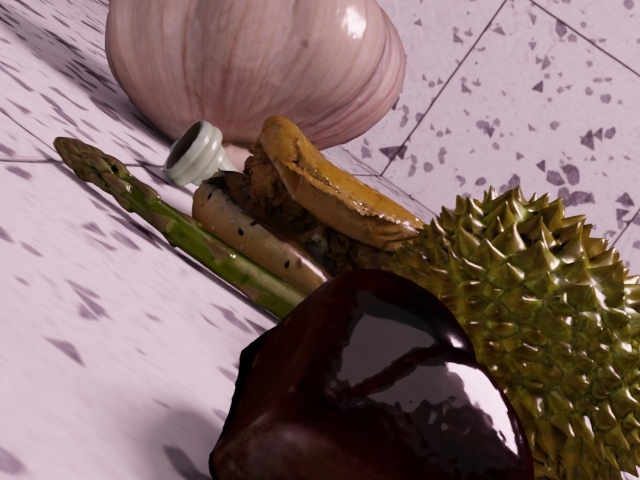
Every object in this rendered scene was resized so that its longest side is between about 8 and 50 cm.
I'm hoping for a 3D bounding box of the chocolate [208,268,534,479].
[{"bbox_3d":[0.020,0.066,0.525,0.125,0.080,0.148,8,44,-38],"label":"chocolate"}]

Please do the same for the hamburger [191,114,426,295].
[{"bbox_3d":[0.000,0.000,0.945,0.177,0.113,0.185,34,-3,43],"label":"hamburger"}]

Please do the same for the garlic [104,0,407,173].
[{"bbox_3d":[-0.067,-0.189,1.303,0.322,0.241,0.322,21,13,-5],"label":"garlic"}]

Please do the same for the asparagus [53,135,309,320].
[{"bbox_3d":[-0.081,-0.001,0.851,0.236,0.027,0.034,35,2,-1],"label":"asparagus"}]

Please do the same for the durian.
[{"bbox_3d":[0.123,0.068,0.793,0.237,0.177,0.200,49,16,-80],"label":"durian"}]

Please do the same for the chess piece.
[{"bbox_3d":[-0.061,-0.035,1.088,0.149,0.059,0.059,39,6,-19],"label":"chess piece"}]
